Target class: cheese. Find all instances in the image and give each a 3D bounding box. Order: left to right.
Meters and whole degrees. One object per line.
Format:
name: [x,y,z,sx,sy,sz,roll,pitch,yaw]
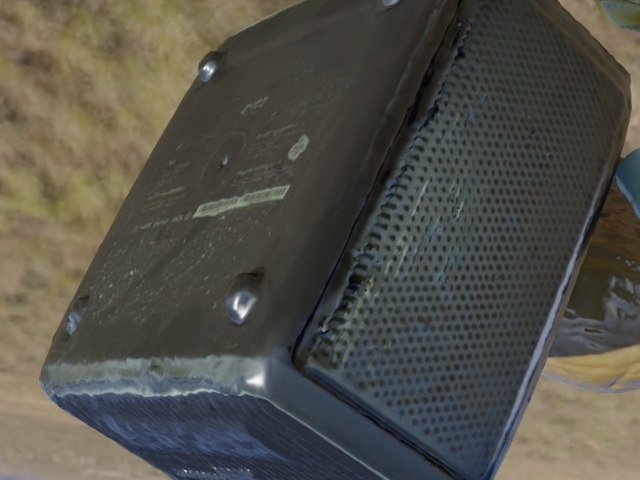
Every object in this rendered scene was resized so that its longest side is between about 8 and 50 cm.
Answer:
cheese: [0.355,-0.281,1.423,0.250,0.064,0.156,7,-164,-32]

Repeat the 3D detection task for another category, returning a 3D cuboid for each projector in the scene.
projector: [0.000,0.000,0.991,0.242,0.405,0.395,38,155,-27]

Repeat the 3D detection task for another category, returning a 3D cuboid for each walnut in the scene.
walnut: [0.311,0.039,1.352,0.313,0.252,0.277,27,-175,43]

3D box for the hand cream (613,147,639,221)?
hand cream: [0.300,0.011,0.950,0.078,0.204,0.050,-36,146,13]
